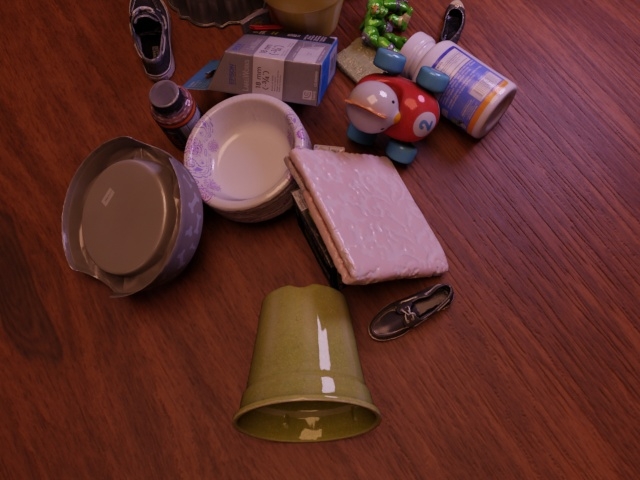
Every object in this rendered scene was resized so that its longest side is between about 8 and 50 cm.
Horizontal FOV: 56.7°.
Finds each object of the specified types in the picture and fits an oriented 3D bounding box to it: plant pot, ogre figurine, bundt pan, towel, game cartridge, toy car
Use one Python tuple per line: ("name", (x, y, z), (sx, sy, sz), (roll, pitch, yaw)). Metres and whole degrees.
("plant pot", (-0.039, -0.642, 1.499), (0.254, 0.239, 0.254), (-1, 69, 3))
("ogre figurine", (0.167, -0.555, 1.537), (0.118, 0.097, 0.197), (14, 85, -10))
("bundt pan", (-0.281, -0.748, 1.617), (0.331, 0.124, 0.330), (-1, 70, 3))
("plant pot", (-0.029, 0.235, 1.167), (0.276, 0.276, 0.253), (-4, 57, 2))
("towel", (0.113, -0.451, 1.530), (0.110, 0.027, 0.148), (-40, 73, -11))
("towel", (0.103, -0.053, 1.256), (0.332, 0.053, 0.317), (-3, 58, -46))
("game cartridge", (-0.172, -0.581, 1.581), (0.083, 0.056, 0.017), (-30, 63, -8))
("toy car", (0.144, -0.287, 1.310), (0.210, 0.238, 0.219), (28, 116, 12))

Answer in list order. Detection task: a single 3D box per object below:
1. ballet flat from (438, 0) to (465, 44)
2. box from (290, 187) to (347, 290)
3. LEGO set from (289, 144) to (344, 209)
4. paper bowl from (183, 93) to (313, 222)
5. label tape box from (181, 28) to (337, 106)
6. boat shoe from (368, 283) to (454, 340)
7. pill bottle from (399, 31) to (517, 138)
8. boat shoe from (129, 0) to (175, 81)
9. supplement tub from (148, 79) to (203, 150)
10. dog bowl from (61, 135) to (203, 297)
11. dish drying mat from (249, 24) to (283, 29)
("ballet flat", (0.347, -0.561, 1.548), (0.057, 0.049, 0.173), (13, 70, 7))
("box", (0.000, 0.000, 1.277), (0.045, 0.184, 0.190), (-25, 70, -9))
("LEGO set", (-0.014, -0.157, 1.408), (0.244, 0.060, 0.182), (6, 73, 5))
("paper bowl", (-0.154, -0.178, 1.357), (0.284, 0.148, 0.284), (-5, 71, 15))
("label tape box", (-0.143, -0.432, 1.435), (0.334, 0.106, 0.240), (9, 33, 6))
("boat shoe", (0.194, 0.147, 1.272), (0.206, 0.065, 0.075), (-26, 70, -7))
("pill bottle", (0.316, -0.380, 1.425), (0.272, 0.152, 0.152), (40, 76, 17))
("boat shoe", (-0.455, -0.567, 1.565), (0.108, 0.102, 0.301), (-12, 69, -2))
("supplement tub", (-0.336, -0.297, 1.399), (0.106, 0.198, 0.106), (-2, 73, 6))
("dog bowl", (-0.406, -0.047, 1.294), (0.349, 0.102, 0.348), (-4, 81, 27))
("dish drying mat", (-0.136, -0.539, 1.497), (0.083, 0.008, 0.032), (-15, 35, -32))
